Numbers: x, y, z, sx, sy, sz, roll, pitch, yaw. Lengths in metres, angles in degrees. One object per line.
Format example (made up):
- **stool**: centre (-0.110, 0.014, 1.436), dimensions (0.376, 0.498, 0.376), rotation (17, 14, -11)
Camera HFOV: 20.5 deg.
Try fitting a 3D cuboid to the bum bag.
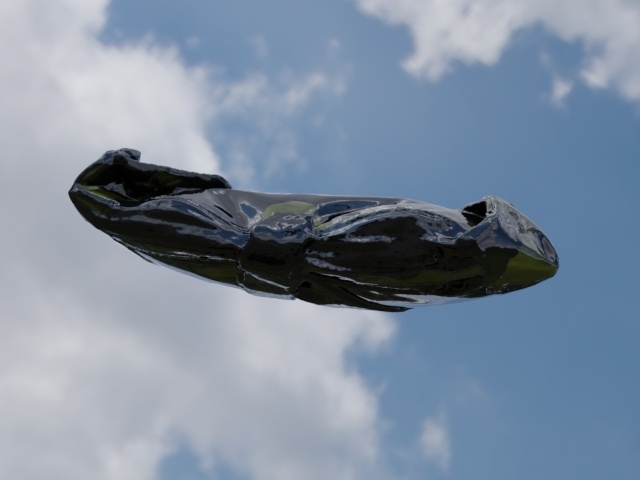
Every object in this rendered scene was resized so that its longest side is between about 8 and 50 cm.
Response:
- **bum bag**: centre (0.000, 0.000, 0.833), dimensions (0.232, 0.060, 0.106), rotation (8, -8, 20)
